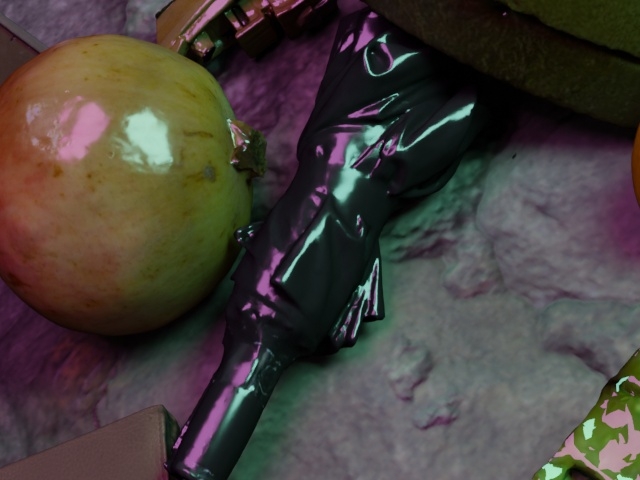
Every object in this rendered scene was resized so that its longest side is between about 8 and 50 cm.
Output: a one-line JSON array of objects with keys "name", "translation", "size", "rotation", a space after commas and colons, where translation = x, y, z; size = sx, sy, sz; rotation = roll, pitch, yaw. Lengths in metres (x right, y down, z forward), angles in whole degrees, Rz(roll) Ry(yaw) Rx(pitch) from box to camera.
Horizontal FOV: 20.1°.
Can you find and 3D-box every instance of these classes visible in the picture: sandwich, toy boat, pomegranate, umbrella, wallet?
[{"name": "sandwich", "translation": [0.133, -0.181, 1.107], "size": [0.292, 0.109, 0.212], "rotation": [13, 39, -16]}, {"name": "toy boat", "translation": [-0.029, -0.176, 1.272], "size": [0.206, 0.064, 0.072], "rotation": [-39, 67, 0]}, {"name": "pomegranate", "translation": [-0.130, -0.036, 1.142], "size": [0.191, 0.191, 0.191], "rotation": [-14, 53, 19]}, {"name": "umbrella", "translation": [0.000, 0.000, 1.102], "size": [0.118, 0.118, 0.340], "rotation": [16, 67, 34]}, {"name": "wallet", "translation": [-0.150, 0.173, 1.102], "size": [0.153, 0.039, 0.118], "rotation": [-20, 49, 18]}]

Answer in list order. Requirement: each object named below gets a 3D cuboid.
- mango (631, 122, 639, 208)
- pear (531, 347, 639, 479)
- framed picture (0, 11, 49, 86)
[{"name": "mango", "translation": [0.261, -0.064, 1.003], "size": [0.195, 0.137, 0.098], "rotation": [-39, 4, 21]}, {"name": "pear", "translation": [0.225, 0.193, 0.782], "size": [0.318, 0.238, 0.342], "rotation": [35, 72, 27]}, {"name": "framed picture", "translation": [-0.240, -0.080, 1.340], "size": [0.150, 0.015, 0.203], "rotation": [-47, 49, -9]}]
